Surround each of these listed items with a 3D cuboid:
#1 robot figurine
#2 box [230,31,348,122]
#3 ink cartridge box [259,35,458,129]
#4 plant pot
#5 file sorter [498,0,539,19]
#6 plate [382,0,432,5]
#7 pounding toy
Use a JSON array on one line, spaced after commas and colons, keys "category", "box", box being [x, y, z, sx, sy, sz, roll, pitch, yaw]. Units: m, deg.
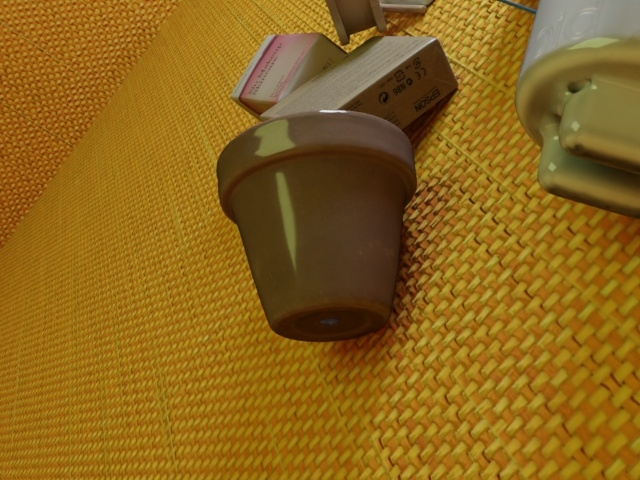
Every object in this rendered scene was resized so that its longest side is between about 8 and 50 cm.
[{"category": "robot figurine", "box": [0.304, -0.199, 0.773, 0.300, 0.200, 0.353, 101, -172, -66]}, {"category": "box", "box": [-0.041, -0.276, 1.468, 0.148, 0.127, 0.232, -59, 29, -4]}, {"category": "ink cartridge box", "box": [0.054, -0.206, 1.211, 0.235, 0.088, 0.193, -38, 25, -12]}, {"category": "plant pot", "box": [0.000, 0.000, 1.034, 0.263, 0.263, 0.229, -28, 57, 42]}, {"category": "file sorter", "box": [0.247, -0.355, 0.912, 0.118, 0.104, 0.170, -41, -30, -43]}, {"category": "plate", "box": [0.180, -0.543, 1.485, 0.277, 0.045, 0.278, -58, 29, -4]}, {"category": "pounding toy", "box": [0.081, -0.423, 1.344, 0.155, 0.154, 0.269, -18, 17, 8]}]
